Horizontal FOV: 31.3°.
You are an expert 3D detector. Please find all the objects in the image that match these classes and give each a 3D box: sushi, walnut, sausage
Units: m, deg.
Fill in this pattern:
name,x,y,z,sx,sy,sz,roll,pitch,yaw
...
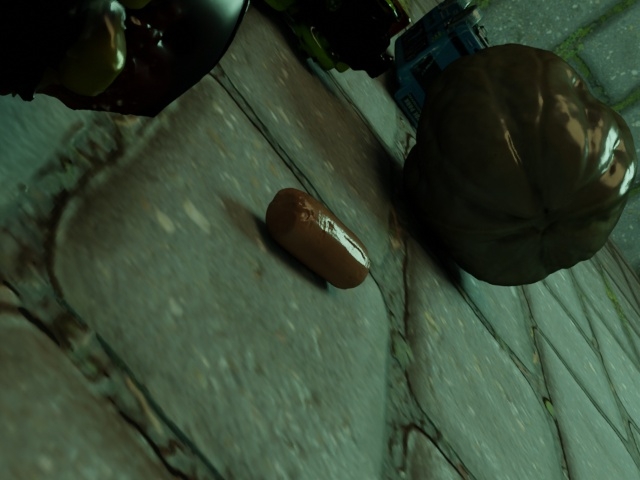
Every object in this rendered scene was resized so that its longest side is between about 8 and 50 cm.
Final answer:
name,x,y,z,sx,sy,sz,roll,pitch,yaw
sushi,-0.095,-0.123,0.406,0.150,0.153,0.172,21,11,-29
walnut,0.174,-0.070,1.019,0.224,0.224,0.224,49,16,-20
sausage,0.000,0.000,0.652,0.083,0.034,0.034,39,22,-47

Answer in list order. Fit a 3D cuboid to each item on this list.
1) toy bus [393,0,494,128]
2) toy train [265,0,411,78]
name,x,y,z,sx,sy,sz,roll,pitch,yaw
toy bus,0.160,-0.215,1.395,0.113,0.134,0.246,53,14,-15
toy train,-0.033,-0.271,0.997,0.296,0.100,0.160,48,15,-26
